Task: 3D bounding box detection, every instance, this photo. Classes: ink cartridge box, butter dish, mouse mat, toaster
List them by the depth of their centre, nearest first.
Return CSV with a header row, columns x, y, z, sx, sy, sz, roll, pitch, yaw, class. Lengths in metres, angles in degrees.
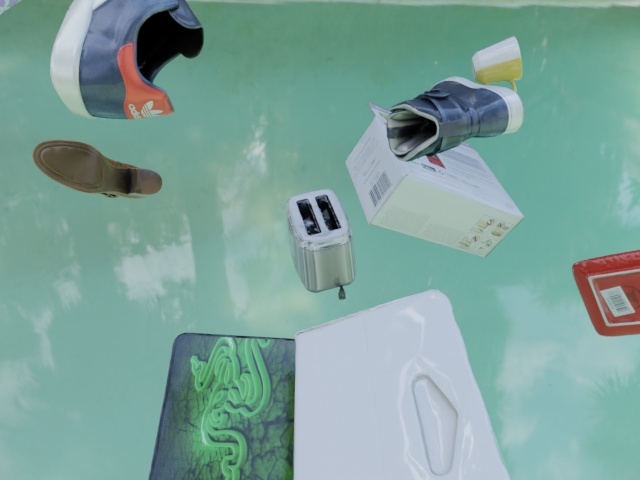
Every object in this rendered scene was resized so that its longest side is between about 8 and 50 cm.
x,y,z,sx,sy,sz,roll,pitch,yaw,class
0.117,0.281,0.483,0.160,0.385,0.279,-19,35,11,ink cartridge box
-0.089,0.187,0.517,0.152,0.007,0.190,4,55,-6,mouse mat
0.566,0.078,0.901,0.159,0.160,0.118,-18,12,44,butter dish
0.000,0.000,1.032,0.129,0.147,0.227,-13,45,-6,toaster
0.224,-0.129,1.052,0.309,0.130,0.272,15,39,-27,ink cartridge box

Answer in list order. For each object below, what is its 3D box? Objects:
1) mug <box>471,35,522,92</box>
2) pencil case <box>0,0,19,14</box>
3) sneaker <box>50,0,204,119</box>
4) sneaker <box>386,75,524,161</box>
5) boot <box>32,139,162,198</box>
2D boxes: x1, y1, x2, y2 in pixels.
x,y,z,sx,sy,sz,roll,pitch,yaw,class
0.260,-0.256,0.736,0.064,0.062,0.078,-11,56,14,mug
-0.441,-0.293,0.617,0.206,0.088,0.086,-46,49,-12,pencil case
-0.213,-0.312,0.623,0.148,0.350,0.131,7,-6,-3,sneaker
0.155,-0.180,0.727,0.163,0.086,0.226,-18,20,-11,sneaker
-0.377,-0.106,0.823,0.197,0.073,0.152,17,-8,-39,boot
